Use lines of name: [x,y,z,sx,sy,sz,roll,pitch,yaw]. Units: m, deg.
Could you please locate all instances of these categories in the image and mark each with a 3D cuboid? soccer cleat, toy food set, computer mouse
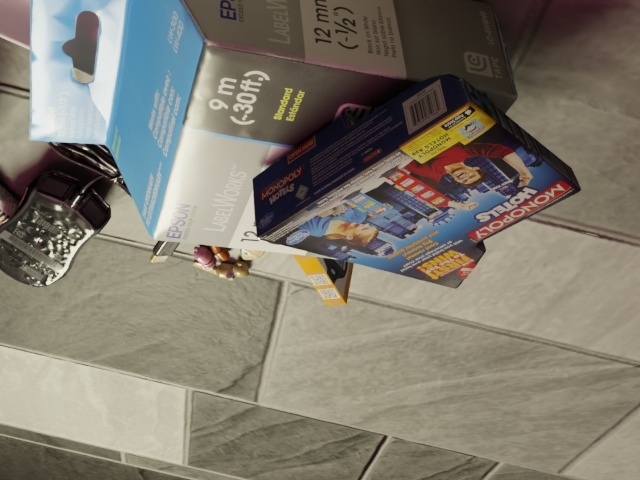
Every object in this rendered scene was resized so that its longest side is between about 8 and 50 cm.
soccer cleat: [-0.377,-0.045,0.950,0.036,0.029,0.083,6,148,-6]
toy food set: [-0.114,0.018,0.961,0.078,0.019,0.122,23,143,-14]
computer mouse: [-0.265,-0.020,0.928,0.184,0.060,0.262,31,129,-17]

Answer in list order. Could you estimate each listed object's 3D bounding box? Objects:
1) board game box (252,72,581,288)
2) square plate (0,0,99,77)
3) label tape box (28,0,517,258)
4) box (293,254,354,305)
board game box: [0.084,-0.034,0.609,0.194,0.060,0.194,-30,142,33]
square plate: [-0.200,-0.274,0.572,0.344,0.049,0.347,22,143,-14]
label tape box: [-0.058,-0.098,0.646,0.348,0.115,0.249,5,147,-18]
box: [0.000,0.000,0.851,0.028,0.081,0.136,-5,141,22]
